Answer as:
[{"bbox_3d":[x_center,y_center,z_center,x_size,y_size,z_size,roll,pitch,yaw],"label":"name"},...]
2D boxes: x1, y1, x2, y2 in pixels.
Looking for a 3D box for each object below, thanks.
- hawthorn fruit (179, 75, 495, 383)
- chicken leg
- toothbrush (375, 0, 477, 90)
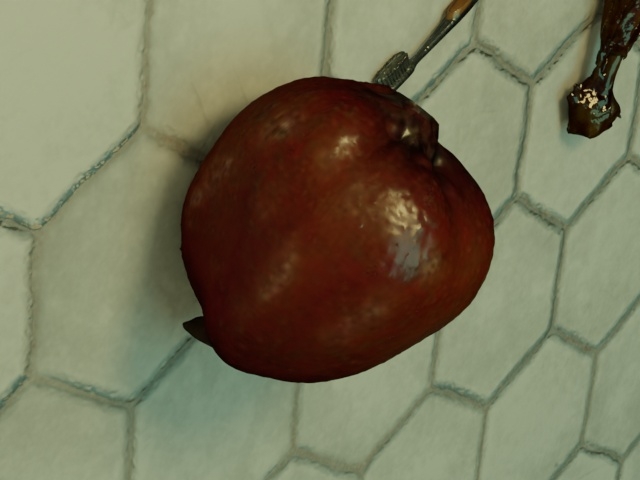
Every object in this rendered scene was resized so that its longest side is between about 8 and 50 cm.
[{"bbox_3d":[0.011,-0.006,1.649,0.295,0.295,0.311,34,80,-53],"label":"hawthorn fruit"},{"bbox_3d":[0.370,-0.269,2.111,0.113,0.093,0.304,14,107,-35],"label":"chicken leg"},{"bbox_3d":[0.162,-0.270,1.901,0.321,0.023,0.031,-47,142,-23],"label":"toothbrush"}]
